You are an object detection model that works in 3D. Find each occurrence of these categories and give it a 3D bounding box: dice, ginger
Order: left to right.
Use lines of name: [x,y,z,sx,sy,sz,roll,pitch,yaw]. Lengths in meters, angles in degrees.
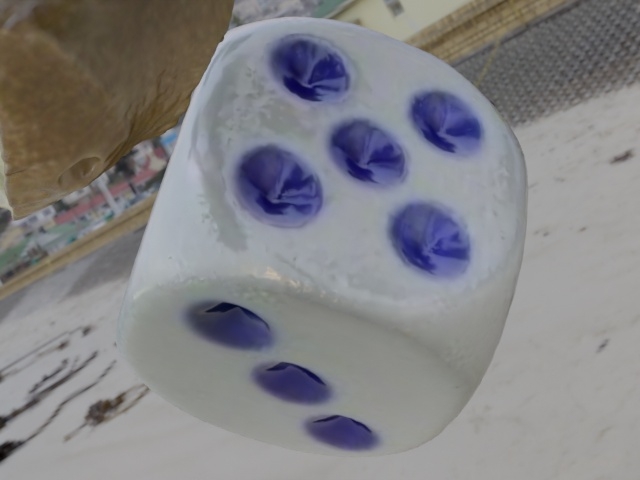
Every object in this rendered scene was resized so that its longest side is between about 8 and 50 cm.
ginger: [-0.152,-0.150,0.496,0.221,0.276,0.130,9,-19,-37]
dice: [0.000,0.000,0.852,0.277,0.304,0.304,118,168,-50]

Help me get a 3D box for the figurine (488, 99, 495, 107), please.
figurine: [0.176,-0.049,1.313,0.154,0.421,0.193,9,-14,-2]
